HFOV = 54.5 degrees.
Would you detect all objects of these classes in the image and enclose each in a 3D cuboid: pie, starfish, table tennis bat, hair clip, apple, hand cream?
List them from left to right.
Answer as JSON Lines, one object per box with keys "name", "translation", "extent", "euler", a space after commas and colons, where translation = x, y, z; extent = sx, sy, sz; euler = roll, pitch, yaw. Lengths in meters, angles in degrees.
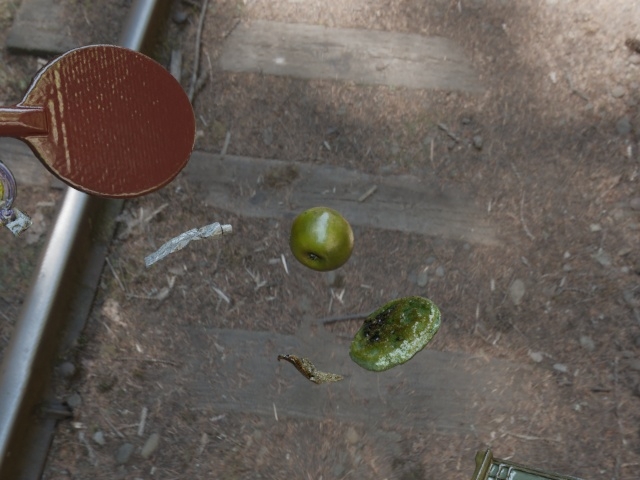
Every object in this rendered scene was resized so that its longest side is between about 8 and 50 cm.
{"name": "hair clip", "translation": [-0.518, -0.072, 0.944], "extent": [0.116, 0.049, 0.172], "euler": [-51, 121, -15]}
{"name": "table tennis bat", "translation": [-0.399, -0.200, 1.054], "extent": [0.414, 0.051, 0.269], "euler": [-9, 94, -38]}
{"name": "hand cream", "translation": [-0.362, 0.006, 1.703], "extent": [0.256, 0.084, 0.050], "euler": [-22, 114, -16]}
{"name": "starfish", "translation": [-0.022, 0.390, 1.835], "extent": [0.238, 0.213, 0.057], "euler": [31, 90, -24]}
{"name": "apple", "translation": [0.000, 0.000, 0.825], "extent": [0.089, 0.090, 0.075], "euler": [19, 50, 7]}
{"name": "pie", "translation": [0.226, 0.286, 1.974], "extent": [0.323, 0.323, 0.071], "euler": [-44, 116, -16]}

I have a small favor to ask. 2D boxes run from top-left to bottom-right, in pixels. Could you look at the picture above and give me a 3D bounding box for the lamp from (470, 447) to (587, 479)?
{"name": "lamp", "translation": [0.343, 0.352, 0.760], "extent": [0.325, 0.089, 0.090], "euler": [4, 32, 33]}
